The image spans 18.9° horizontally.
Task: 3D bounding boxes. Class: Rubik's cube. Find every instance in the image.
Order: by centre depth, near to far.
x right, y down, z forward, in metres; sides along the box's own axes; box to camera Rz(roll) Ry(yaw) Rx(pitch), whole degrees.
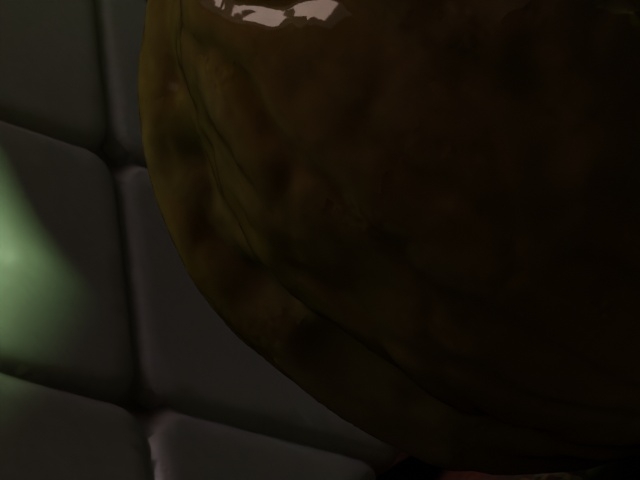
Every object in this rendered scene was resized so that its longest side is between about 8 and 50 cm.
[{"bbox_3d":[-0.201,0.075,0.727,0.316,0.322,0.319,-37,4,36],"label":"Rubik's cube"}]

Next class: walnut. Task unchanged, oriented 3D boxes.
[{"bbox_3d":[0.058,-0.046,0.552,0.228,0.228,0.228,-39,5,4],"label":"walnut"}]
